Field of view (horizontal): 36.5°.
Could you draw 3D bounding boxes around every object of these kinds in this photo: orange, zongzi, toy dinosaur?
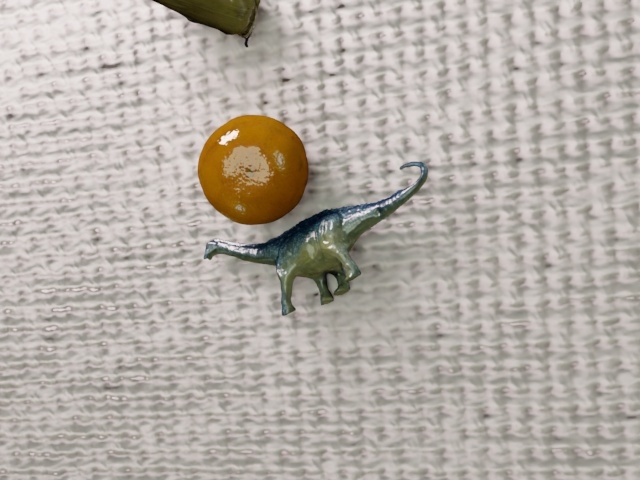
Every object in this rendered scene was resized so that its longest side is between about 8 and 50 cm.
[{"bbox_3d":[-0.093,-0.099,1.362,0.156,0.124,0.156,0,99,2],"label":"orange"},{"bbox_3d":[-0.196,-0.349,1.344,0.205,0.204,0.094,42,122,12],"label":"zongzi"},{"bbox_3d":[0.000,0.012,1.360,0.363,0.076,0.147,-22,79,22],"label":"toy dinosaur"}]
